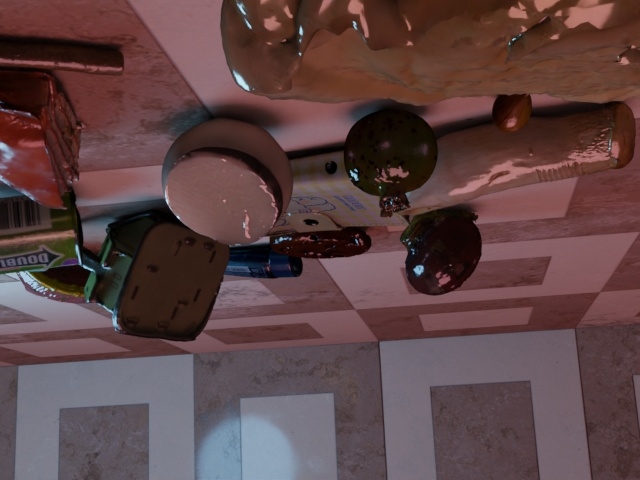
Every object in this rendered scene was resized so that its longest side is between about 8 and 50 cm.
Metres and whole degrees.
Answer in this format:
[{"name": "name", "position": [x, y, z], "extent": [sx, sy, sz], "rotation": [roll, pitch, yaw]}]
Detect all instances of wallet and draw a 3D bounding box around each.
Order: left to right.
[{"name": "wallet", "position": [-0.037, -0.066, 1.440], "extent": [0.309, 0.077, 0.223], "rotation": [-6, 162, 22]}]

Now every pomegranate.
[{"name": "pomegranate", "position": [0.087, -0.107, 1.204], "extent": [0.130, 0.130, 0.130], "rotation": [-2, 166, -1]}]

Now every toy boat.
[{"name": "toy boat", "position": [-0.485, 0.068, 1.863], "extent": [0.317, 0.099, 0.141], "rotation": [14, -161, -49]}]

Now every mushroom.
[{"name": "mushroom", "position": [0.249, -0.104, 1.274], "extent": [0.351, 0.095, 0.123], "rotation": [-13, 148, 25]}]

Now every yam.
[{"name": "yam", "position": [-0.280, -0.192, 0.990], "extent": [0.145, 0.032, 0.032], "rotation": [1, 165, -17]}]

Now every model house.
[{"name": "model house", "position": [-0.336, 0.032, 1.664], "extent": [0.278, 0.205, 0.218], "rotation": [24, -177, 37]}]

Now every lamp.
[{"name": "lamp", "position": [0.207, 0.018, 1.677], "extent": [0.135, 0.157, 0.156], "rotation": [35, 121, -8]}]

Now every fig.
[{"name": "fig", "position": [0.245, -0.169, 1.157], "extent": [0.050, 0.050, 0.083], "rotation": [7, 145, -34]}]

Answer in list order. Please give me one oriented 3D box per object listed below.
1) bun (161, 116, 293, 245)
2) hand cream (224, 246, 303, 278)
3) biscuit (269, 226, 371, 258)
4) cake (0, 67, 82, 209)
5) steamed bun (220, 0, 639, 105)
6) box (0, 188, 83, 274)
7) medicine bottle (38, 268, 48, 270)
[{"name": "bun", "position": [-0.118, -0.089, 1.235], "extent": [0.172, 0.120, 0.173], "rotation": [6, 134, 7]}, {"name": "hand cream", "position": [-0.175, 0.046, 1.911], "extent": [0.270, 0.061, 0.120], "rotation": [-2, 165, 17]}, {"name": "biscuit", "position": [0.000, 0.000, 1.769], "extent": [0.192, 0.049, 0.192], "rotation": [4, 167, 1]}, {"name": "cake", "position": [-0.356, -0.120, 1.139], "extent": [0.135, 0.098, 0.287], "rotation": [-4, 161, 1]}, {"name": "steamed bun", "position": [0.122, -0.203, 0.610], "extent": [0.372, 0.231, 0.325], "rotation": [-4, 178, 6]}, {"name": "box", "position": [-0.541, 0.004, 1.449], "extent": [0.345, 0.097, 0.134], "rotation": [-7, 146, -14]}, {"name": "medicine bottle", "position": [-0.575, 0.003, 1.580], "extent": [0.228, 0.083, 0.121], "rotation": [-2, 146, -8]}]
